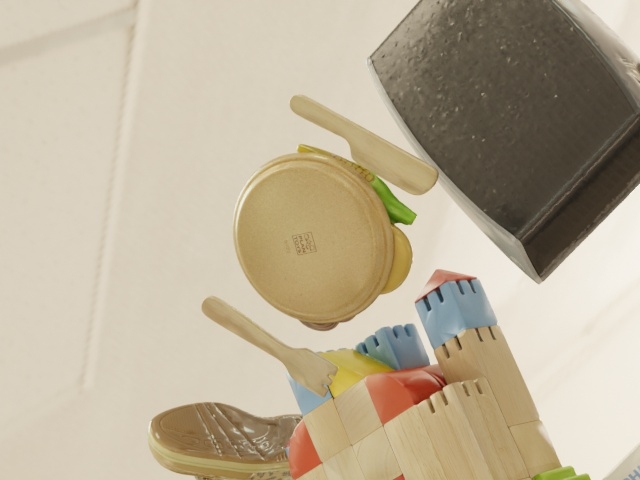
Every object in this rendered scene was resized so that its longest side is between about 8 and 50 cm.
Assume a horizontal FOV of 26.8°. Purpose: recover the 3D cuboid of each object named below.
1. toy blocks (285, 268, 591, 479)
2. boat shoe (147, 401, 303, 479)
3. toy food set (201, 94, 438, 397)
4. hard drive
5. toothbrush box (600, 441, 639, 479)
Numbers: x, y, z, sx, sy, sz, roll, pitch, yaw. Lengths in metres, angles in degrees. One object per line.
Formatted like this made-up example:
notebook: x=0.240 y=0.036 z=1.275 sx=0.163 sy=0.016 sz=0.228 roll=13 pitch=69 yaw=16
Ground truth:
toy blocks: x=0.069 y=0.200 z=1.276 sx=0.190 sy=0.261 sz=0.381 roll=-4 pitch=-27 yaw=-43
boat shoe: x=-0.084 y=0.256 z=1.560 sx=0.285 sy=0.104 sz=0.089 roll=12 pitch=-62 yaw=-38
toy food set: x=0.000 y=0.000 z=0.940 sx=0.192 sy=0.132 sz=0.038 roll=-63 pitch=-14 yaw=25
hard drive: x=0.138 y=-0.108 z=0.994 sx=0.172 sy=0.255 sz=0.054 roll=-47 pitch=-42 yaw=16
toothbrush box: x=0.421 y=0.205 z=1.377 sx=0.216 sy=0.126 sz=0.295 roll=-46 pitch=-17 yaw=11
